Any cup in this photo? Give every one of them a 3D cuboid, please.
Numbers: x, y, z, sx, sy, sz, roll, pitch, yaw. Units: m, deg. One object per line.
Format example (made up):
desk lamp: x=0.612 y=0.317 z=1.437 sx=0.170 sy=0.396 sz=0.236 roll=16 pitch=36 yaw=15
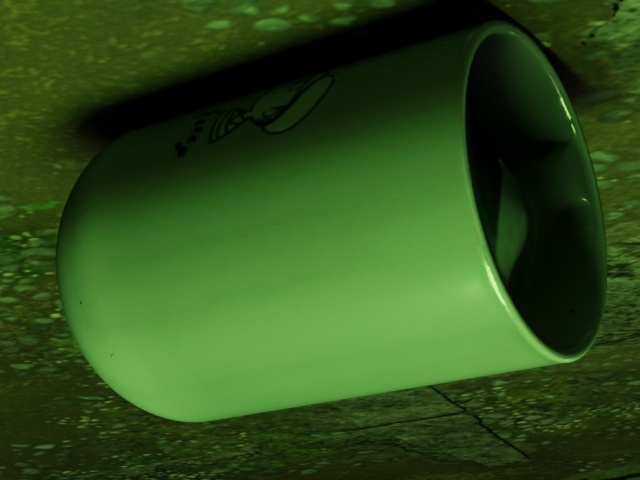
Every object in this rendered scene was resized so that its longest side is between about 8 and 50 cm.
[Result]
cup: x=0.000 y=0.000 z=1.194 sx=0.312 sy=0.205 sz=0.205 roll=-13 pitch=159 yaw=27
